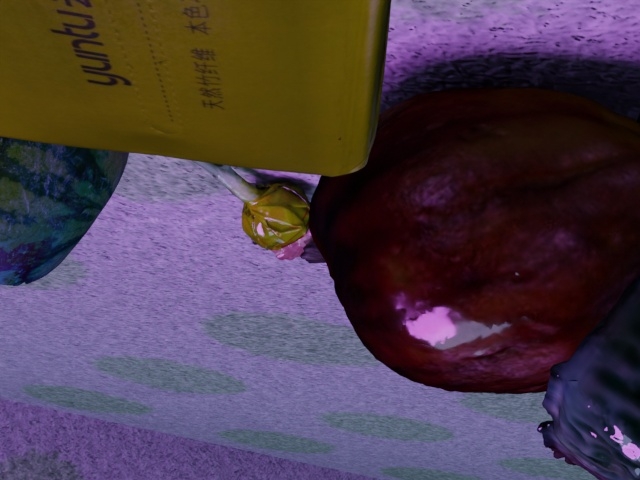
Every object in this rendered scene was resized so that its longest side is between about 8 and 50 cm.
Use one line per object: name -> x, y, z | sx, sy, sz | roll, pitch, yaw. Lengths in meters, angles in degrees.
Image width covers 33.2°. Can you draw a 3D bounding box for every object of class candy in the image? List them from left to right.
candy -> -0.081, -0.052, 0.889 | 0.194, 0.062, 0.058 | 35, -167, -37

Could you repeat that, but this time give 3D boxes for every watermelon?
watermelon -> -0.223, -0.035, 0.830 | 0.128, 0.146, 0.231 | -2, 157, 27

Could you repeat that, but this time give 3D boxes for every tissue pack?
tissue pack -> -0.064, -0.151, 0.399 | 0.200, 0.167, 0.275 | 8, 160, 2

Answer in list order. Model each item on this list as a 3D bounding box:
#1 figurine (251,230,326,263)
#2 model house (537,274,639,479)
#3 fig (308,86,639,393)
figurine -> 0.000, 0.000, 0.983 | 0.129, 0.054, 0.072 | -3, 162, 34
model house -> 0.365, 0.131, 0.631 | 0.339, 0.297, 0.360 | 42, 179, 28
fig -> 0.114, 0.001, 0.711 | 0.263, 0.224, 0.224 | -1, 159, 33
